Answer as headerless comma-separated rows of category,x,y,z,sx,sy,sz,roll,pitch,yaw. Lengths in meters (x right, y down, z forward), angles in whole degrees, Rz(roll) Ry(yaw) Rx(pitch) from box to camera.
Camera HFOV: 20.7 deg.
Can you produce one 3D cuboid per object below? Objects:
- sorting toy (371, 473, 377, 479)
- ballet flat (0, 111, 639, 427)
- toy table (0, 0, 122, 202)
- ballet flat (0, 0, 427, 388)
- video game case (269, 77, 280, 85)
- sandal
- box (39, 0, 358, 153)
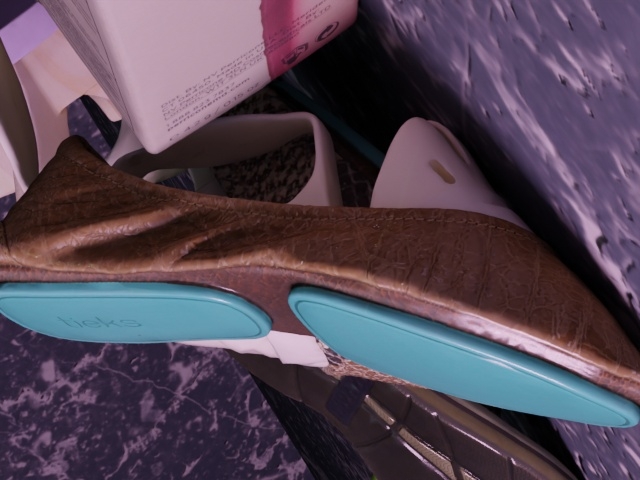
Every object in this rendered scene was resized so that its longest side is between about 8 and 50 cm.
sorting toy,0.070,0.169,1.473,0.042,0.061,0.102,56,149,4
ballet flat,0.000,0.000,0.824,0.342,0.124,0.116,7,160,27
toy table,-0.214,-0.128,1.373,0.252,0.274,0.161,-12,120,36
ballet flat,-0.077,-0.056,0.988,0.483,0.182,0.164,52,171,23
video game case,-0.051,-0.100,1.235,0.274,0.026,0.196,56,172,-6
sandal,0.053,0.083,1.075,0.303,0.086,0.120,40,144,-1
box,-0.071,-0.158,0.741,0.149,0.127,0.232,55,172,11
